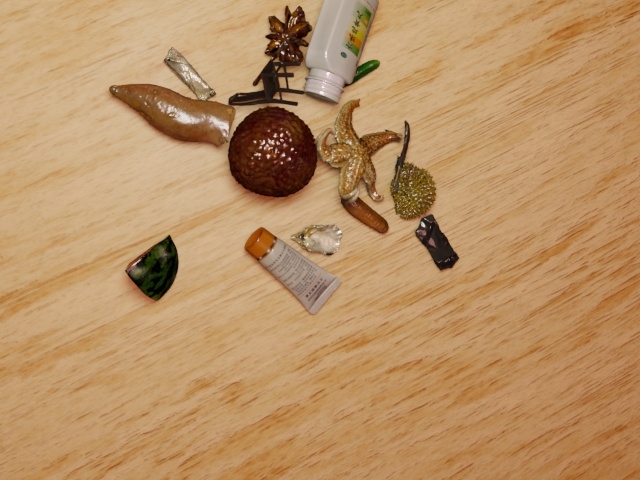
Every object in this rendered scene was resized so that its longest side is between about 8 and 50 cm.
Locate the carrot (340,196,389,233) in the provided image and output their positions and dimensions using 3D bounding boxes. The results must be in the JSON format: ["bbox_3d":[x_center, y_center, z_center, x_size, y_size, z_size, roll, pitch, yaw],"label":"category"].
[{"bbox_3d":[0.137,-0.081,1.820,0.186,0.060,0.060,38,88,-19],"label":"carrot"}]

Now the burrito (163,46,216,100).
[{"bbox_3d":[-0.364,-0.458,1.650,0.051,0.042,0.171,-44,108,-1],"label":"burrito"}]

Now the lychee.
[{"bbox_3d":[-0.126,-0.244,1.630,0.261,0.260,0.260,-2,99,-14],"label":"lychee"}]

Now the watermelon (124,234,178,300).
[{"bbox_3d":[-0.463,0.094,1.674,0.145,0.137,0.193,58,41,-13],"label":"watermelon"}]

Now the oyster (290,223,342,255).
[{"bbox_3d":[0.000,0.000,1.804,0.146,0.045,0.121,-34,101,-15],"label":"oyster"}]

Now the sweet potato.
[{"bbox_3d":[-0.405,-0.345,1.615,0.337,0.131,0.131,12,95,-15],"label":"sweet potato"}]

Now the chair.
[{"bbox_3d":[-0.160,-0.430,1.628,0.212,0.084,0.101,5,131,14],"label":"chair"}]

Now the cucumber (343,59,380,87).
[{"bbox_3d":[0.113,-0.498,1.763,0.155,0.037,0.037,-34,105,-7],"label":"cucumber"}]

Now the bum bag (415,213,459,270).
[{"bbox_3d":[0.375,0.011,1.896,0.087,0.049,0.197,-38,104,-11],"label":"bum bag"}]

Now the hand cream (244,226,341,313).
[{"bbox_3d":[-0.080,0.082,1.777,0.314,0.089,0.139,43,88,-20],"label":"hand cream"}]

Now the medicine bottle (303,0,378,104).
[{"bbox_3d":[0.050,-0.555,1.672,0.124,0.179,0.324,22,94,29],"label":"medicine bottle"}]

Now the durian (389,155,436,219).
[{"bbox_3d":[0.284,-0.168,1.823,0.146,0.102,0.208,-22,99,-4],"label":"durian"}]

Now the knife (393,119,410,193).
[{"bbox_3d":[0.243,-0.248,1.784,0.045,0.021,0.222,11,89,-56],"label":"knife"}]

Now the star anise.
[{"bbox_3d":[-0.113,-0.554,1.659,0.234,0.073,0.177,-15,78,31],"label":"star anise"}]

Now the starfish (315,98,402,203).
[{"bbox_3d":[0.121,-0.250,1.754,0.303,0.113,0.312,-38,107,-33],"label":"starfish"}]
